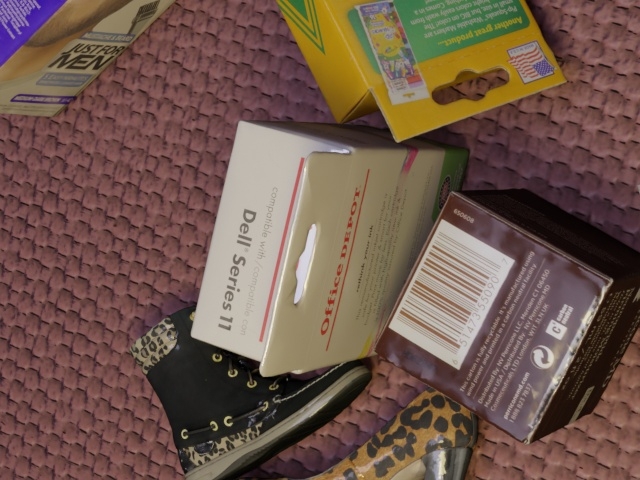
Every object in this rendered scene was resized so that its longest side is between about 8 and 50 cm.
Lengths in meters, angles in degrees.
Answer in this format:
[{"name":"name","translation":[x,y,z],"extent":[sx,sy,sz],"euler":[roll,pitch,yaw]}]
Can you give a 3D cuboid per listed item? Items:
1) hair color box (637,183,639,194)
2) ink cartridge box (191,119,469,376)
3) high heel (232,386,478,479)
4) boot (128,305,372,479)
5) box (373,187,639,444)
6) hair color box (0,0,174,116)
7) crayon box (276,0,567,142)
[{"name":"hair color box","translation":[0.346,0.006,1.559],"extent":[0.072,0.043,0.141],"euler":[-18,86,25]},{"name":"ink cartridge box","translation":[0.000,0.000,1.551],"extent":[0.119,0.353,0.207],"euler":[17,99,24]},{"name":"high heel","translation":[0.032,0.209,1.707],"extent":[0.261,0.093,0.186],"euler":[8,81,30]},{"name":"boot","translation":[-0.079,0.133,1.744],"extent":[0.236,0.085,0.178],"euler":[-35,75,23]},{"name":"box","translation":[0.184,0.062,1.550],"extent":[0.167,0.203,0.168],"euler":[30,105,21]},{"name":"hair color box","translation":[-0.239,-0.269,1.747],"extent":[0.339,0.185,0.110],"euler":[-42,75,21]},{"name":"crayon box","translation":[0.064,-0.245,1.594],"extent":[0.323,0.203,0.083],"euler":[64,151,10]}]
